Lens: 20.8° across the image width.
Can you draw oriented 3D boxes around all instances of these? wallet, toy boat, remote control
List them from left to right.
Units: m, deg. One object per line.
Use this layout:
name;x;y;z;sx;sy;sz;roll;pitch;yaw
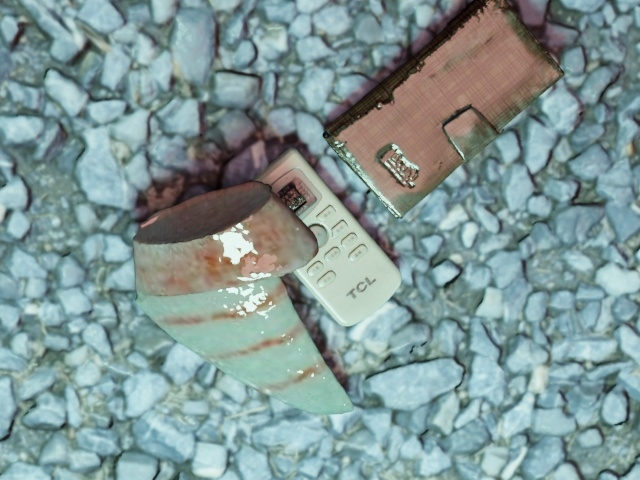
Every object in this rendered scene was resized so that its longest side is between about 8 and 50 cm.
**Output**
toy boat;-0.067;0.082;1.778;0.206;0.096;0.282;-20;122;17
remote control;0.000;0.000;1.791;0.087;0.029;0.190;-39;105;3
wallet;0.125;-0.138;1.769;0.230;0.042;0.124;-41;102;2
